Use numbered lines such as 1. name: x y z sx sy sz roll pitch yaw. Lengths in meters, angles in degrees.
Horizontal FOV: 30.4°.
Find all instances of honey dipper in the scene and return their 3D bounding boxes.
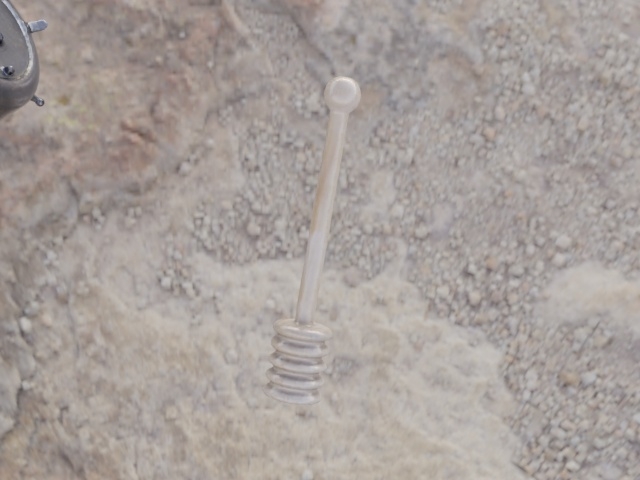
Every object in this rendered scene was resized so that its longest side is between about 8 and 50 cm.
1. honey dipper: 0.000 0.000 0.578 0.030 0.030 0.160 11 97 2

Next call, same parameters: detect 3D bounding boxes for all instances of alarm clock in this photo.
1. alarm clock: -0.275 -0.144 0.859 0.064 0.192 0.129 -28 89 26
